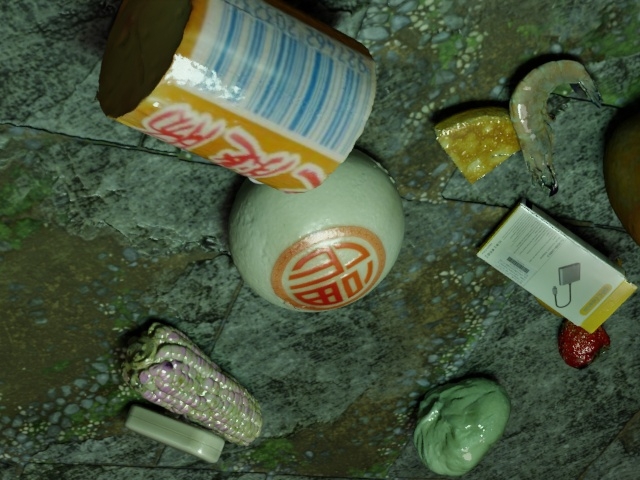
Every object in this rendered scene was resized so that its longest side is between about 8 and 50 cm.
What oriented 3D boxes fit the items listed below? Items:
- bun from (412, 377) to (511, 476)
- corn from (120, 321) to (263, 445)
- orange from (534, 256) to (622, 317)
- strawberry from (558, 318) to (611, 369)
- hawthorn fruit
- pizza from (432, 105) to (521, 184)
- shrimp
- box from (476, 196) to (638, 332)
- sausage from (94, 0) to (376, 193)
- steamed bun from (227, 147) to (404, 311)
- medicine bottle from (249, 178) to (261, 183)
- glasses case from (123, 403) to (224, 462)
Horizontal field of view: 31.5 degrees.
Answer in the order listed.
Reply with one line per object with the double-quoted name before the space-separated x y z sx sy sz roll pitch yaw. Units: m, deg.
"bun" 0.260 0.344 2.184 0.126 0.204 0.212 42 78 -17
"corn" -0.210 0.259 1.970 0.126 0.127 0.335 -33 136 16
"orange" 0.457 0.082 2.015 0.170 0.112 0.160 -14 138 14
"strawberry" 0.491 0.189 2.143 0.106 0.106 0.106 -9 136 -9
"hawthorn fruit" 0.584 -0.078 1.751 0.267 0.301 0.268 -4 137 -4
"pizza" 0.239 -0.153 1.747 0.175 0.046 0.134 6 129 -26
"shrimp" 0.361 -0.175 1.729 0.152 0.046 0.219 -25 122 -16
"box" 0.400 0.045 1.924 0.247 0.033 0.129 35 119 -6
"sausage" -0.104 -0.210 1.456 0.287 0.233 0.233 21 125 -34
"steamed bun" 0.000 0.000 1.733 0.283 0.177 0.283 -9 136 -9
"medicine bottle" -0.088 -0.127 1.643 0.052 0.089 0.052 -9 136 -9
"glasses case" -0.259 0.339 2.001 0.196 0.050 0.083 13 160 34
